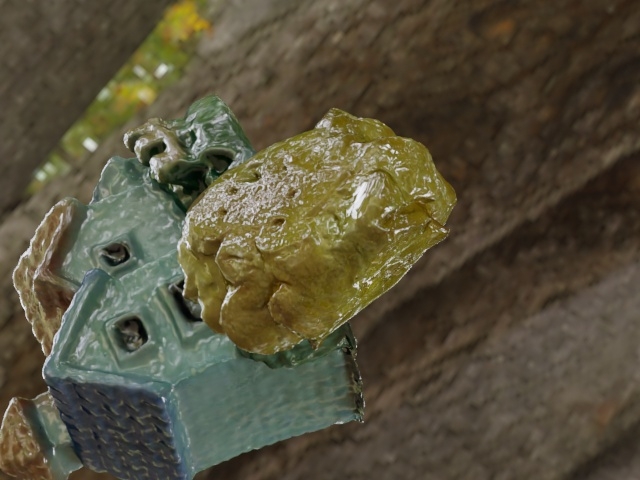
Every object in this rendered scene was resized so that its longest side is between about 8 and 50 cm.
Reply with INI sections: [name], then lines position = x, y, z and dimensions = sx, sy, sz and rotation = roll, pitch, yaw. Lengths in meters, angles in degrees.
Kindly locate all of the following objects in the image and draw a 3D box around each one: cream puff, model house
[cream puff]
position = 0.000, 0.000, 0.533
dimensions = 0.083, 0.083, 0.058
rotation = 26, -18, 47
[model house]
position = -0.075, 0.034, 0.715
dimensions = 0.148, 0.149, 0.119
rotation = 60, -8, 30
